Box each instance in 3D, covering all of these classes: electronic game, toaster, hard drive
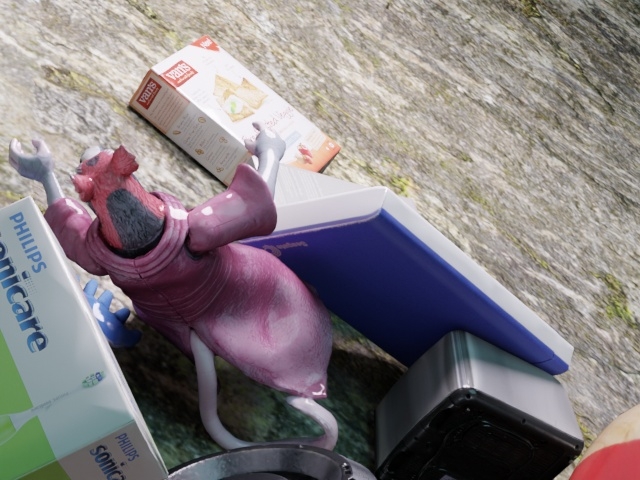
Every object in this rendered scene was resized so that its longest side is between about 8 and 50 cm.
[{"bbox_3d":[-0.062,0.230,1.152,0.229,0.229,0.048,-26,112,-55],"label":"electronic game"},{"bbox_3d":[0.152,0.203,1.411,0.186,0.168,0.110,27,32,-20],"label":"toaster"},{"bbox_3d":[0.091,0.057,1.423,0.319,0.210,0.040,38,59,-33],"label":"hard drive"}]

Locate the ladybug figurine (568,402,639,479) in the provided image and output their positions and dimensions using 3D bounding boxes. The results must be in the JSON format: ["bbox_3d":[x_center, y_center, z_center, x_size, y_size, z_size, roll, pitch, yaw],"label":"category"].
[{"bbox_3d":[0.333,0.337,1.258,0.162,0.305,0.449,41,45,-43],"label":"ladybug figurine"}]

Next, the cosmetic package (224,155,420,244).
[{"bbox_3d":[0.000,0.000,1.547,0.238,0.127,0.107,13,40,-37],"label":"cosmetic package"}]

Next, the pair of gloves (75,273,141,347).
[{"bbox_3d":[-0.252,0.039,1.285,0.198,0.023,0.159,41,4,-6],"label":"pair of gloves"}]

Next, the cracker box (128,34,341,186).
[{"bbox_3d":[-0.103,-0.143,1.675,0.232,0.067,0.155,39,32,1],"label":"cracker box"}]

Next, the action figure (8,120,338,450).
[{"bbox_3d":[-0.143,0.035,1.231,0.370,0.248,0.275,50,33,-61],"label":"action figure"}]

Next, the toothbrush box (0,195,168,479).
[{"bbox_3d":[-0.285,0.130,0.965,0.283,0.122,0.206,-27,61,-8],"label":"toothbrush box"}]
